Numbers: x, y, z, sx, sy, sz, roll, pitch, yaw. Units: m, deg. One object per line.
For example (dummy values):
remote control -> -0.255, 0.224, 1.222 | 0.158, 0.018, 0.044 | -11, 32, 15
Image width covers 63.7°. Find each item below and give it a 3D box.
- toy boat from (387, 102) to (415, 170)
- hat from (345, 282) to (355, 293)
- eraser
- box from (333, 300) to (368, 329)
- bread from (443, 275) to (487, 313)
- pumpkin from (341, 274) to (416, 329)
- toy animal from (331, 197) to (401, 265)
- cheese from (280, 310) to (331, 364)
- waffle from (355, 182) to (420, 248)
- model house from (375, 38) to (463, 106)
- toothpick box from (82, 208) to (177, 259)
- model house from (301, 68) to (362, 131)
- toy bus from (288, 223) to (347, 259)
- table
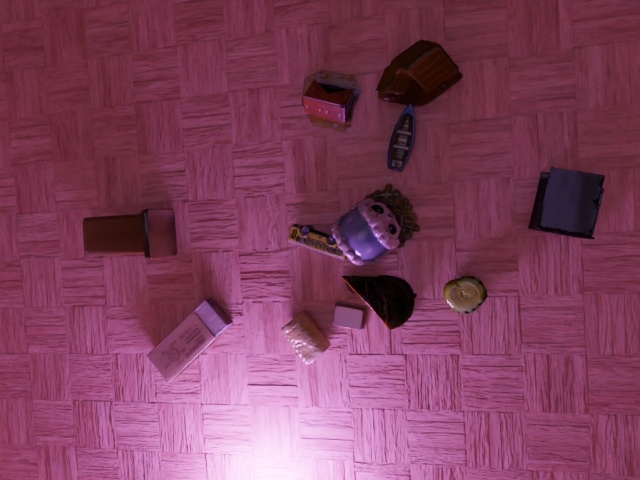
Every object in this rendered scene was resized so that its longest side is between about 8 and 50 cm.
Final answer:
toy boat -> 0.285, -0.354, 1.771 | 0.080, 0.046, 0.229 | 14, 101, 14
hat -> 0.132, 0.161, 1.848 | 0.087, 0.058, 0.042 | 18, 55, 33
eraser -> -0.504, 0.382, 1.991 | 0.343, 0.078, 0.144 | -43, 83, 11
box -> 0.103, 0.273, 1.848 | 0.122, 0.062, 0.089 | 9, 95, 12
bread -> 0.489, 0.180, 1.746 | 0.139, 0.071, 0.130 | -38, 81, 14
pumpkin -> 0.224, 0.178, 1.763 | 0.163, 0.111, 0.278 | -43, 95, -1
toy animal -> 0.155, -0.030, 1.725 | 0.204, 0.156, 0.208 | -35, 83, 24
cheese -> -0.056, 0.354, 1.873 | 0.123, 0.094, 0.167 | -39, 84, 10
waffle -> 0.231, -0.073, 1.804 | 0.204, 0.054, 0.223 | -31, 85, 13
model house -> 0.308, -0.532, 1.668 | 0.268, 0.239, 0.173 | -36, 89, 14
toothpick box -> -0.735, -0.022, 1.978 | 0.308, 0.190, 0.188 | -2, 94, 17
model house -> 0.014, -0.502, 1.792 | 0.219, 0.136, 0.207 | 19, 99, 12
toy bus -> 0.000, 0.000, 1.854 | 0.226, 0.081, 0.074 | 18, 102, 9
table -> 0.773, -0.114, 1.614 | 0.172, 0.169, 0.193 | 11, 94, 12
